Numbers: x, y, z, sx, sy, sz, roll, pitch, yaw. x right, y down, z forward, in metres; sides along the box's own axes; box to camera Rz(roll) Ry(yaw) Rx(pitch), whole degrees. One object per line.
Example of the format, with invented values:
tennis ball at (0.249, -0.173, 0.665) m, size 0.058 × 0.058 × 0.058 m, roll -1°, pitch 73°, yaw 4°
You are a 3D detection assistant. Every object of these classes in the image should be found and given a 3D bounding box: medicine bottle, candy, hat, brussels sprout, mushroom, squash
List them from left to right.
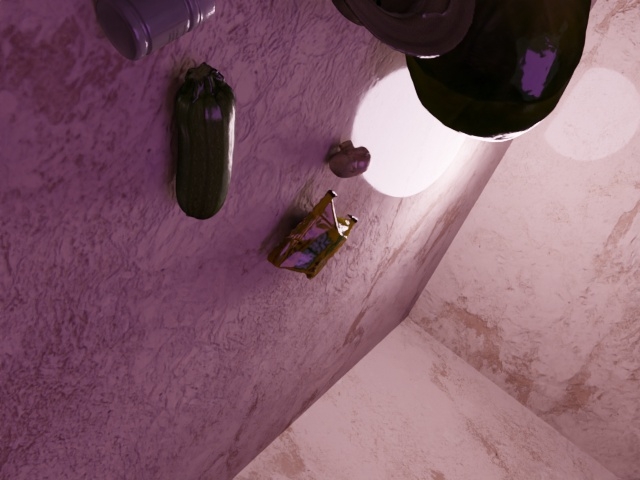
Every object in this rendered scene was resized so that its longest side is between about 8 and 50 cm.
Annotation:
medicine bottle at (-0.148, -0.209, 0.502) m, size 0.091 × 0.058 × 0.058 m, roll -42°, pitch 158°, yaw -27°
squash at (-0.140, -0.112, 0.669) m, size 0.077 × 0.068 × 0.219 m, roll -33°, pitch 152°, yaw -34°
candy at (0.000, 0.000, 1.155) m, size 0.187 × 0.081 × 0.297 m, roll -52°, pitch 161°, yaw 3°
mushroom at (0.056, -0.153, 1.048) m, size 0.084 × 0.067 × 0.083 m, roll -21°, pitch 178°, yaw -1°
hat at (0.068, -0.328, 0.687) m, size 0.252 × 0.252 × 0.110 m, roll -40°, pitch -164°, yaw -32°
brussels sprout at (0.292, -0.348, 0.923) m, size 0.354 × 0.289 × 0.281 m, roll -68°, pitch 170°, yaw 24°
